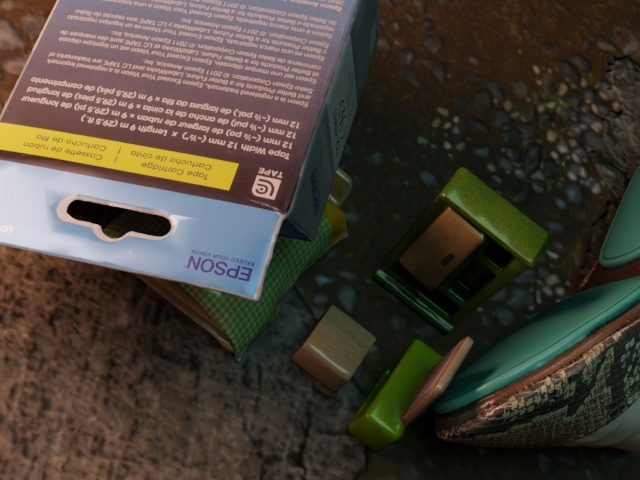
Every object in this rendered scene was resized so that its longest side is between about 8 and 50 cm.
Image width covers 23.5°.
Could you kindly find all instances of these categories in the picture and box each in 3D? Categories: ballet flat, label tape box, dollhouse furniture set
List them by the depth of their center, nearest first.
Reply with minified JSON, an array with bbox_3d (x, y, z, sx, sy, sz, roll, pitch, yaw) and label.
[{"bbox_3d":[-0.112,-0.095,1.249,0.249,0.115,0.347,10,59,11],"label":"label tape box"},{"bbox_3d":[0.000,0.000,1.276,0.301,0.151,0.197,38,55,-2],"label":"dollhouse furniture set"},{"bbox_3d":[0.292,0.072,1.383,0.182,0.164,0.483,54,52,-10],"label":"ballet flat"}]
